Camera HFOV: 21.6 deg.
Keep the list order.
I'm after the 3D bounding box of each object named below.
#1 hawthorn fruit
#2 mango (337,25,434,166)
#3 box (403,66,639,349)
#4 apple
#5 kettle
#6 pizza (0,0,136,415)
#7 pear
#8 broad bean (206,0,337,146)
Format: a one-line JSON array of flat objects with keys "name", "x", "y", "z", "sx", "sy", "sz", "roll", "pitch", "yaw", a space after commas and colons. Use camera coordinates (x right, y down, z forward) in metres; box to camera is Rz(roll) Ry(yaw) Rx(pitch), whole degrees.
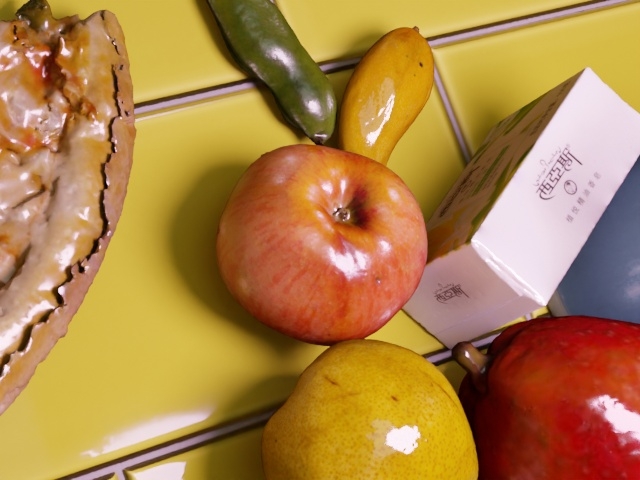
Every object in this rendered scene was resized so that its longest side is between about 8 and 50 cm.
[{"name": "hawthorn fruit", "x": 0.260, "y": 0.189, "z": 1.656, "sx": 0.307, "sy": 0.265, "sz": 0.265, "roll": 32, "pitch": 63, "yaw": -15}, {"name": "mango", "x": 0.066, "y": -0.147, "z": 1.771, "sx": 0.098, "sy": 0.075, "sz": 0.190, "roll": 44, "pitch": 65, "yaw": -42}, {"name": "box", "x": 0.204, "y": -0.031, "z": 1.735, "sx": 0.111, "sy": 0.194, "sz": 0.260, "roll": 39, "pitch": 61, "yaw": -10}, {"name": "apple", "x": 0.000, "y": 0.000, "z": 1.636, "sx": 0.209, "sy": 0.164, "sz": 0.209, "roll": 6, "pitch": 64, "yaw": -13}, {"name": "kettle", "x": 0.448, "y": -0.020, "z": 1.765, "sx": 0.319, "sy": 0.342, "sz": 0.247, "roll": -23, "pitch": 84, "yaw": -30}, {"name": "pizza", "x": -0.318, "y": -0.083, "z": 1.566, "sx": 0.392, "sy": 0.080, "sz": 0.435, "roll": -35, "pitch": 93, "yaw": -30}, {"name": "pear", "x": 0.050, "y": 0.202, "z": 1.578, "sx": 0.209, "sy": 0.209, "sz": 0.209, "roll": 8, "pitch": 71, "yaw": -24}, {"name": "broad bean", "x": -0.068, "y": -0.238, "z": 1.750, "sx": 0.098, "sy": 0.056, "sz": 0.318, "roll": -20, "pitch": 81, "yaw": -30}]
